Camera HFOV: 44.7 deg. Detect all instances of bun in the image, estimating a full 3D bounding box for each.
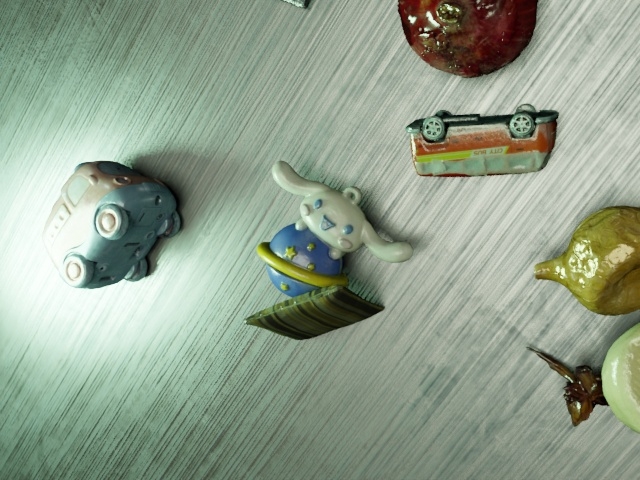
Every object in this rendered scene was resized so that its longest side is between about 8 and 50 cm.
[{"bbox_3d":[0.597,0.237,1.339,0.229,0.145,0.230,0,86,8],"label":"bun"}]

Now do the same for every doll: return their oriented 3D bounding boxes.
[{"bbox_3d":[0.026,0.014,1.516,0.310,0.159,0.243,21,89,16],"label":"doll"}]

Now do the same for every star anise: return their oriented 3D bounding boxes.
[{"bbox_3d":[0.476,0.250,1.446,0.140,0.144,0.158,22,120,-31],"label":"star anise"}]

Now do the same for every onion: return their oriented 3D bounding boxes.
[{"bbox_3d":[0.252,-0.404,1.336,0.252,0.219,0.252,7,107,24],"label":"onion"}]

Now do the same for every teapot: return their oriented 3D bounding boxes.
[{"bbox_3d":[0.519,0.011,1.342,0.311,0.203,0.167,-22,47,0],"label":"teapot"}]

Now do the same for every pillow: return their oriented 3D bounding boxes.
[{"bbox_3d":[-0.008,0.144,1.519,0.212,0.208,0.052,-22,66,20],"label":"pillow"}]

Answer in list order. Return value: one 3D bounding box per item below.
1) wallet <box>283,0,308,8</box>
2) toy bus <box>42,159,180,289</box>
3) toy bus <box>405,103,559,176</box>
[{"bbox_3d":[-0.049,-0.548,1.519,0.111,0.030,0.166,25,104,19],"label":"wallet"},{"bbox_3d":[-0.466,-0.046,1.659,0.232,0.197,0.294,46,111,19],"label":"toy bus"},{"bbox_3d":[0.295,-0.178,1.412,0.265,0.121,0.120,-1,106,18],"label":"toy bus"}]
